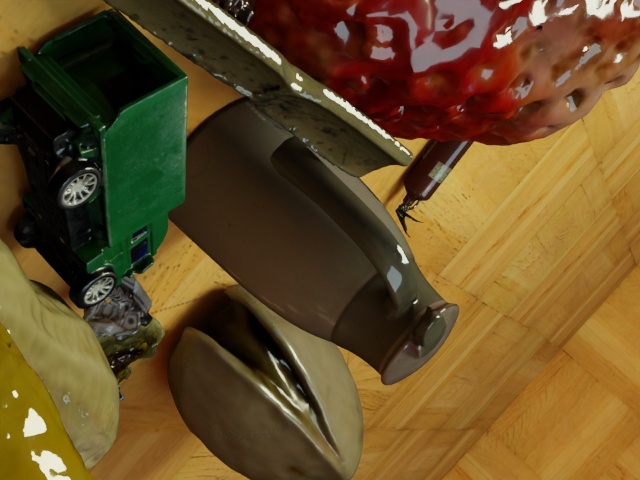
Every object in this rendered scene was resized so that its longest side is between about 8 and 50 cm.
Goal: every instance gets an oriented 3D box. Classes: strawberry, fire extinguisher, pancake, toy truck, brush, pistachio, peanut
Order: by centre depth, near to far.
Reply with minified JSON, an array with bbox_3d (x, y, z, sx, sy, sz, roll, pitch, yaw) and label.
[{"bbox_3d":[-0.032,-0.093,0.532,0.248,0.043,0.036,30,66,-46],"label":"brush"},{"bbox_3d":[-0.167,0.051,0.535,0.214,0.090,0.098,65,29,-55],"label":"peanut"},{"bbox_3d":[-0.117,-0.034,0.549,0.079,0.065,0.147,-34,155,-28],"label":"toy truck"},{"bbox_3d":[0.106,-0.148,0.660,0.336,0.149,0.265,-25,152,-43],"label":"strawberry"},{"bbox_3d":[-0.167,0.103,0.763,0.129,0.022,0.116,-59,157,18],"label":"pancake"},{"bbox_3d":[-0.040,0.127,0.895,0.137,0.153,0.238,-51,135,-17],"label":"pistachio"},{"bbox_3d":[0.118,-0.085,0.969,0.173,0.035,0.049,-53,-163,15],"label":"fire extinguisher"}]

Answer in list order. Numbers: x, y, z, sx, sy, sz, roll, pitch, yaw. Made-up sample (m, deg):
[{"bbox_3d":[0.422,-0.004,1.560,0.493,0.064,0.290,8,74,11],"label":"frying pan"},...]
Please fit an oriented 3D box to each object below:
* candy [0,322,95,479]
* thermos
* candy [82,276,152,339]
[{"bbox_3d":[-0.181,0.090,0.383,0.118,0.260,0.260,-35,157,-41],"label":"candy"},{"bbox_3d":[0.000,0.000,0.657,0.105,0.193,0.137,-38,157,-20],"label":"thermos"},{"bbox_3d":[-0.192,0.081,0.632,0.226,0.051,0.094,-34,153,-30],"label":"candy"}]
